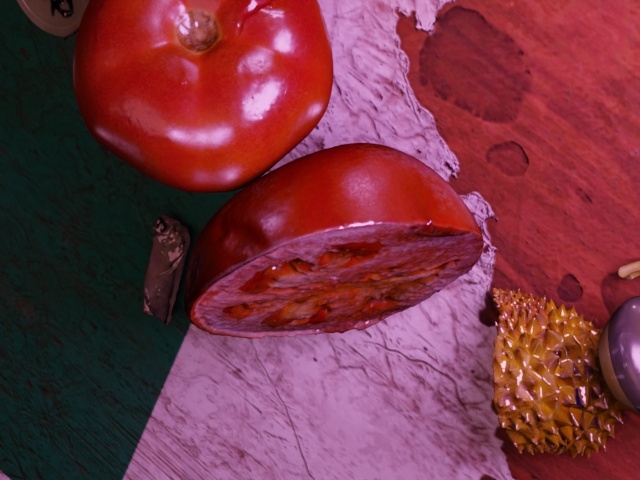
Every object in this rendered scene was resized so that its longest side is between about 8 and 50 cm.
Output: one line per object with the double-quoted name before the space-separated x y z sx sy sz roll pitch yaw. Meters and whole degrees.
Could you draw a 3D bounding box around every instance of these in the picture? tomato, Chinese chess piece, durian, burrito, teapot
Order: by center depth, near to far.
"teapot" 0.351 0.097 1.821 0.119 0.130 0.166 -20 69 30
"tomato" 0.002 -0.010 1.948 0.338 0.338 0.144 -38 59 46
"durian" 0.252 0.154 1.952 0.132 0.165 0.182 -134 53 -71
"tomato" -0.131 -0.193 1.957 0.298 0.298 0.226 46 176 9
"Chinese chess piece" -0.313 -0.317 2.158 0.144 0.058 0.144 20 127 29
"burrito" -0.201 0.041 2.295 0.051 0.042 0.171 31 129 18
